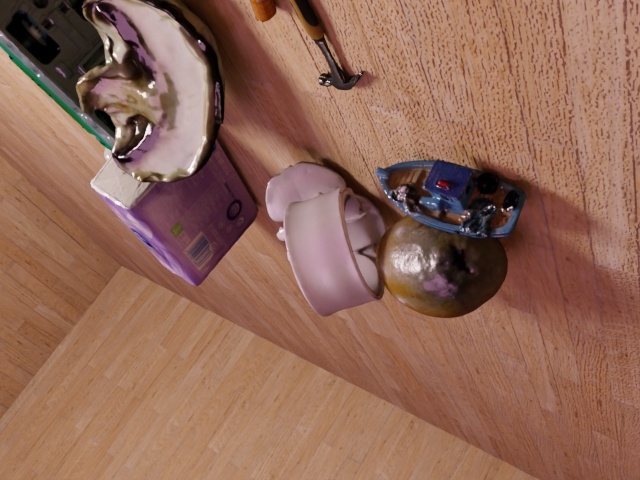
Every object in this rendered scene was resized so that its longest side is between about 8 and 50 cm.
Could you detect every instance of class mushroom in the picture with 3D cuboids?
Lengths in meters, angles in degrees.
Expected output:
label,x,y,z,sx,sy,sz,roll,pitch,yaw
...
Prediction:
label,x,y,z,sx,sy,sz,roll,pitch,yaw
mushroom,-0.265,-0.252,1.099,0.247,0.130,0.344,0,132,11

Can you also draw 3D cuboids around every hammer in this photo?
label,x,y,z,sx,sy,sz,roll,pitch,yaw
hammer,-0.004,-0.269,0.897,0.078,0.021,0.201,19,157,38

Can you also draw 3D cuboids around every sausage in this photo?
label,x,y,z,sx,sy,sz,roll,pitch,yaw
sausage,-0.083,-0.326,0.876,0.031,0.031,0.107,25,158,26

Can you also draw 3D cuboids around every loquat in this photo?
label,x,y,z,sx,sy,sz,roll,pitch,yaw
loquat,0.189,0.035,1.087,0.179,0.179,0.227,44,163,-27

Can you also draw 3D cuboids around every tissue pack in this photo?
label,x,y,z,sx,sy,sz,roll,pitch,yaw
tissue pack,-0.301,-0.094,1.481,0.160,0.242,0.338,27,160,29

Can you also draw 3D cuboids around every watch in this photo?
label,x,y,z,sx,sy,sz,roll,pitch,yaw
watch,0.000,0.000,1.178,0.196,0.231,0.244,-18,112,18

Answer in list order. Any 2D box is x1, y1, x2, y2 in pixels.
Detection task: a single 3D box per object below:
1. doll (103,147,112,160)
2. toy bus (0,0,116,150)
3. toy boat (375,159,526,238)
label,x,y,z,sx,sy,sz,roll,pitch,yaw
doll,-0.409,-0.136,1.761,0.237,0.111,0.252,31,170,15
toy bus,-0.420,-0.324,1.218,0.199,0.184,0.343,19,156,54
toy boat,0.173,-0.065,0.971,0.223,0.100,0.097,20,166,32
